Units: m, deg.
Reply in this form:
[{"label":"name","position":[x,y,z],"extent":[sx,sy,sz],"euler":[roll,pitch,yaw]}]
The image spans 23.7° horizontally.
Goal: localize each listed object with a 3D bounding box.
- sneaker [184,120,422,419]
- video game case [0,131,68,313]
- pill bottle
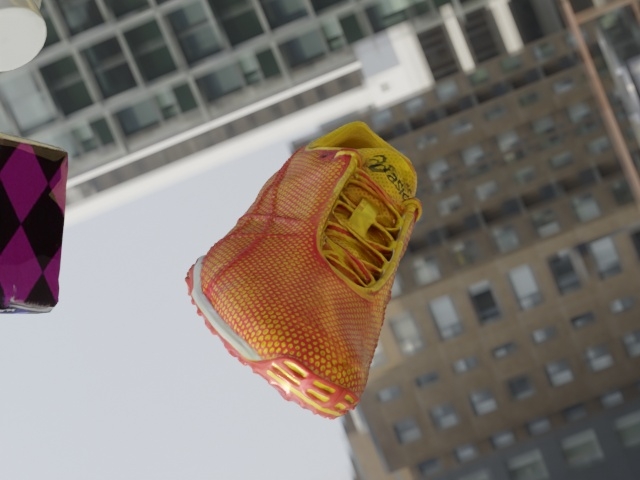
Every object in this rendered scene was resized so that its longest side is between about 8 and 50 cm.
[{"label":"sneaker","position":[0.000,0.000,0.498],"extent":[0.064,0.067,0.175],"euler":[37,-161,-13]},{"label":"video game case","position":[-0.205,-0.014,0.295],"extent":[0.210,0.232,0.041],"euler":[11,-99,-55]},{"label":"pill bottle","position":[-0.212,-0.161,0.940],"extent":[0.120,0.067,0.067],"euler":[58,179,34]}]
